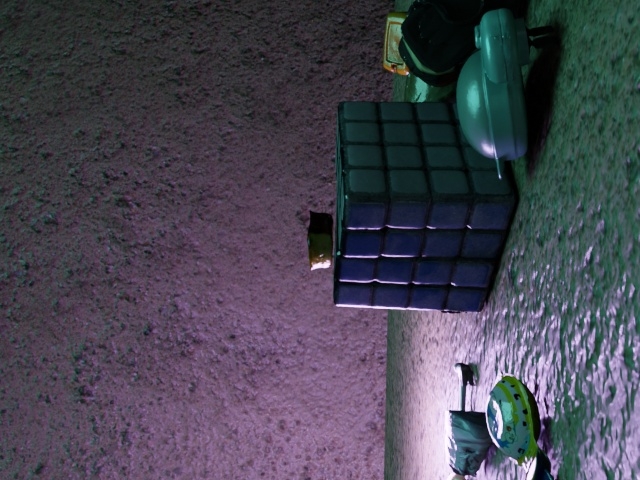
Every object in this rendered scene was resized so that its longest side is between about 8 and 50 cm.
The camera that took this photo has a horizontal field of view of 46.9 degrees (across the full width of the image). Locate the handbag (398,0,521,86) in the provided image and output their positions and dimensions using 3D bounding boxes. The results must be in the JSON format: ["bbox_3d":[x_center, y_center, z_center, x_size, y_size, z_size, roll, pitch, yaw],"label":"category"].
[{"bbox_3d":[0.281,-0.434,1.490,0.254,0.181,0.181,-43,-2,4],"label":"handbag"}]

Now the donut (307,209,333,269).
[{"bbox_3d":[0.000,0.000,1.690,0.140,0.059,0.141,0,-90,-88],"label":"donut"}]

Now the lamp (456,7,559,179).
[{"bbox_3d":[0.316,-0.267,1.307,0.209,0.147,0.284,-83,-1,-48],"label":"lamp"}]

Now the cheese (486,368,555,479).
[{"bbox_3d":[0.323,0.316,1.186,0.250,0.064,0.157,-107,16,-50],"label":"cheese"}]

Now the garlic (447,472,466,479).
[{"bbox_3d":[0.311,0.558,1.673,0.053,0.041,0.083,-125,29,-67],"label":"garlic"}]

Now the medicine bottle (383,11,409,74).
[{"bbox_3d":[0.276,-0.506,1.882,0.112,0.222,0.149,32,127,48],"label":"medicine bottle"}]

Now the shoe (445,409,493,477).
[{"bbox_3d":[0.300,0.414,1.496,0.245,0.095,0.138,83,-173,-77],"label":"shoe"}]

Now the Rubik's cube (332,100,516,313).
[{"bbox_3d":[0.202,-0.077,1.610,0.344,0.344,0.337,-91,3,-46],"label":"Rubik's cube"}]

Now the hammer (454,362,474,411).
[{"bbox_3d":[0.326,0.409,1.693,0.103,0.029,0.246,104,168,-88],"label":"hammer"}]

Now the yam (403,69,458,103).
[{"bbox_3d":[0.302,-0.437,1.728,0.195,0.195,0.300,-89,4,-68],"label":"yam"}]
